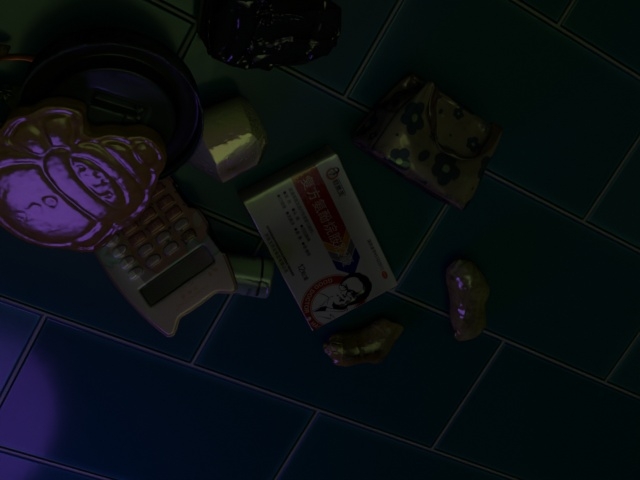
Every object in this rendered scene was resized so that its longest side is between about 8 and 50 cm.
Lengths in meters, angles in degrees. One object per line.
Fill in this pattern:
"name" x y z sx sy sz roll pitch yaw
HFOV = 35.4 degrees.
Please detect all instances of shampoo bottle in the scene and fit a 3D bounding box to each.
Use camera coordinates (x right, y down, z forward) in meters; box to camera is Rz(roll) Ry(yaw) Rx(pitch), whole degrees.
"shampoo bottle" -0.229 0.058 2.032 0.262 0.085 0.085 9 112 -13

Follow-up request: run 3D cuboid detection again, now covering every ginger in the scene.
"ginger" 0.096 0.228 2.229 0.190 0.069 0.095 -12 122 -12

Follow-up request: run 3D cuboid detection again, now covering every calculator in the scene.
"calculator" -0.318 0.008 1.950 0.220 0.048 0.329 -35 92 0

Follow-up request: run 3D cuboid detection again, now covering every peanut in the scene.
"peanut" 0.329 0.133 2.242 0.099 0.099 0.214 -9 115 -12

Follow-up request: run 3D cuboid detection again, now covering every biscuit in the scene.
"biscuit" -0.451 -0.112 1.784 0.351 0.057 0.312 -34 130 25

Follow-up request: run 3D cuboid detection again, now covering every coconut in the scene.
"coconut" -0.185 -0.191 1.903 0.153 0.147 0.147 -26 119 -9

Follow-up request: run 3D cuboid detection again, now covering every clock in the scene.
"clock" -0.368 -0.227 1.768 0.325 0.067 0.325 -5 135 -5

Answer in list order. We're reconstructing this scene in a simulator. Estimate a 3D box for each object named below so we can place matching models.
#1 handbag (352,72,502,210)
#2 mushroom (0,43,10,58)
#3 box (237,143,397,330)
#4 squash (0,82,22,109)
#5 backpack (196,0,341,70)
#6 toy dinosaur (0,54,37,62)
"handbag" 0.221 -0.203 2.003 0.251 0.190 0.193 31 93 -22
"mushroom" -0.613 -0.362 1.718 0.170 0.080 0.135 25 143 -32
"box" 0.000 0.000 2.096 0.214 0.069 0.353 -28 121 -2
"squash" -0.475 -0.237 1.837 0.252 0.066 0.066 14 110 -22
"backpack" -0.084 -0.402 1.834 0.258 0.133 0.206 -3 134 -24
"toy dinosaur" -0.457 -0.294 1.812 0.279 0.101 0.055 1 139 -26
